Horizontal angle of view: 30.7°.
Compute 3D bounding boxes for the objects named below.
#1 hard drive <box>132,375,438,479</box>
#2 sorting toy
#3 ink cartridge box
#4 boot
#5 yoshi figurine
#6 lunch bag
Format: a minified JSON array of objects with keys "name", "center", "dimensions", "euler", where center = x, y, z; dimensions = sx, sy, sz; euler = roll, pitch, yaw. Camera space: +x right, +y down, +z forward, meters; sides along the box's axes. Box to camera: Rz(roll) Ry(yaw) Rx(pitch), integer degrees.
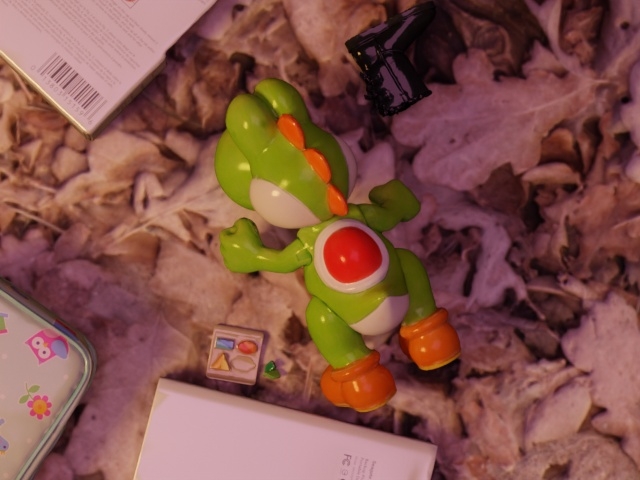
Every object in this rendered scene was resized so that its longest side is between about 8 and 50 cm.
[{"name":"hard drive","center":[-0.049,0.291,1.289],"dimensions":[0.319,0.040,0.210],"euler":[15,86,-6]},{"name":"sorting toy","center":[-0.083,0.130,1.306],"dimensions":[0.083,0.012,0.062],"euler":[10,86,-6]},{"name":"ink cartridge box","center":[-0.271,-0.289,1.280],"dimensions":[0.275,0.060,0.239],"euler":[44,83,-3]},{"name":"boot","center":[0.095,-0.205,1.326],"dimensions":[0.121,0.045,0.099],"euler":[-27,89,0]},{"name":"yoshi figurine","center":[-0.001,-0.008,1.271],"dimensions":[0.203,0.203,0.362],"euler":[-18,107,32]},{"name":"lunch bag","center":[-0.379,0.179,1.222],"dimensions":[0.224,0.108,0.279],"euler":[35,86,-9]}]
